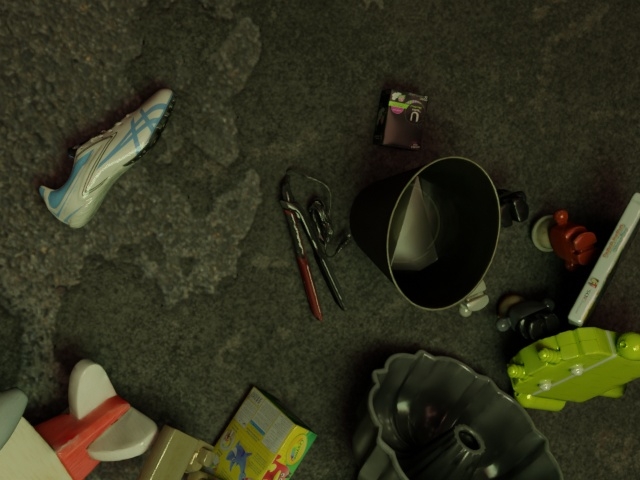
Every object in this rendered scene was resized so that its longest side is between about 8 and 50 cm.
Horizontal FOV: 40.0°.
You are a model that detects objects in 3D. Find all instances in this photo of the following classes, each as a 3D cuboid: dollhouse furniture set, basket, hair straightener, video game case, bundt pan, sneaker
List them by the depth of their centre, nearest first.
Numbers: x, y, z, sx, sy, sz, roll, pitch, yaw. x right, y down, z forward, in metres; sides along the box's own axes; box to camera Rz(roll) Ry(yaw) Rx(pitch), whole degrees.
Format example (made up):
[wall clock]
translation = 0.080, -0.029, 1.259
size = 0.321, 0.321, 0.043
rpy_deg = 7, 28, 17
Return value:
[sneaker]
translation = -0.287, -0.125, 1.202
size = 0.086, 0.085, 0.237
rpy_deg = 42, 82, -7
[dollhouse furniture set]
translation = -0.220, 0.330, 1.211
size = 0.151, 0.123, 0.144
rpy_deg = 40, 69, -45
[basket]
translation = 0.133, -0.019, 1.245
size = 0.154, 0.227, 0.204
rpy_deg = 14, 92, -15
[bundt pan]
translation = 0.181, 0.321, 1.270
size = 0.331, 0.330, 0.124
rpy_deg = 25, 123, -16
[hair straightener]
translation = 0.000, 0.000, 1.313
size = 0.089, 0.047, 0.230
rpy_deg = -19, 96, -12
[video game case]
translation = 0.435, 0.046, 1.344
size = 0.026, 0.227, 0.206
rpy_deg = 28, 87, 19

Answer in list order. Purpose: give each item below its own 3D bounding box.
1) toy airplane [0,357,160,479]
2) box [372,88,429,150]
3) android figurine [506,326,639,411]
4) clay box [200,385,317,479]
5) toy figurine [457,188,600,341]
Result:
[toy airplane]
translation = -0.375, 0.339, 1.124
size = 0.386, 0.272, 0.384
rpy_deg = 17, 109, -38
[box]
translation = 0.120, -0.179, 1.314
size = 0.062, 0.052, 0.083
rpy_deg = 9, 94, -14
[android figurine]
translation = 0.402, 0.196, 1.341
size = 0.273, 0.248, 0.056
rpy_deg = 14, 54, -36
[clay box]
translation = -0.111, 0.337, 1.269
size = 0.053, 0.127, 0.222
rpy_deg = 34, 88, -38
[toy figurine]
translation = 0.286, 0.031, 1.339
size = 0.213, 0.148, 0.209
rpy_deg = 22, 96, -18
